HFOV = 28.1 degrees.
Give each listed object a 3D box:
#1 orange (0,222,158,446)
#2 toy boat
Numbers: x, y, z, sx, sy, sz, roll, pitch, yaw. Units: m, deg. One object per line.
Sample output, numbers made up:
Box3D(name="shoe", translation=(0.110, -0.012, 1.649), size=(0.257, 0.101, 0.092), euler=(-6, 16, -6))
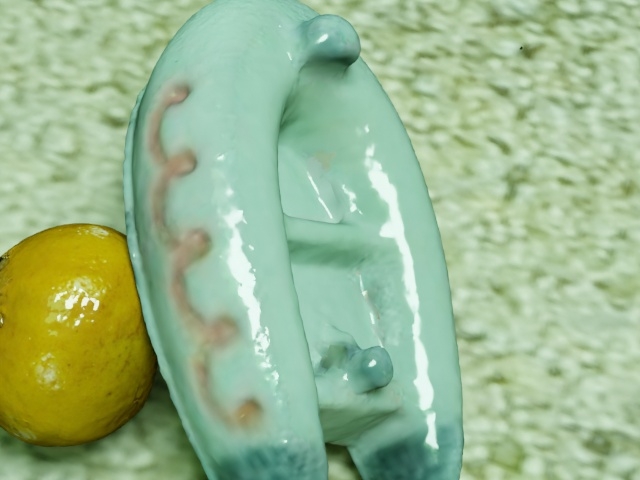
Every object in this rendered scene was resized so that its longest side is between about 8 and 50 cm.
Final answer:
Box3D(name="orange", translation=(-0.093, 0.034, 0.468), size=(0.070, 0.083, 0.083), euler=(14, 65, -16))
Box3D(name="toy boat", translation=(0.000, 0.000, 0.469), size=(0.134, 0.079, 0.208), euler=(7, 63, -45))
